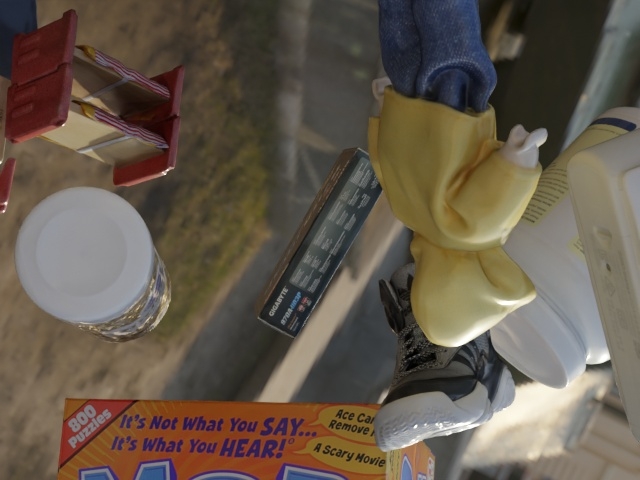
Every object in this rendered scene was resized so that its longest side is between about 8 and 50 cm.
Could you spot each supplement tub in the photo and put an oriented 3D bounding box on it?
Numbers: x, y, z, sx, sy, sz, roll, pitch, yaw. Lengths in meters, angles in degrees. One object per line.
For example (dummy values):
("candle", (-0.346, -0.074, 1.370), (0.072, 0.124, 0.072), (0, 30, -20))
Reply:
("supplement tub", (0.351, 0.010, 1.797), (0.325, 0.235, 0.235), (-43, 161, -14))

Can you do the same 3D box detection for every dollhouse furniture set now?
("dollhouse furniture set", (-0.385, -0.152, 1.843), (0.201, 0.374, 0.152), (25, 60, -47))

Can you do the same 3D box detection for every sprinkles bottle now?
("sprinkles bottle", (-0.217, 0.032, 1.380), (0.121, 0.121, 0.355), (-62, 180, -8))

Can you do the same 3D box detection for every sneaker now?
("sneaker", (0.092, 0.094, 1.223), (0.268, 0.101, 0.153), (1, 70, -71))

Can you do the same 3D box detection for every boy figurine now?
("boy figurine", (0.094, -0.060, 0.935), (0.092, 0.177, 0.285), (-20, 110, -26))

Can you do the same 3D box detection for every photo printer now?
("photo printer", (0.360, 0.003, 1.064), (0.107, 0.308, 0.256), (-151, -137, -69))

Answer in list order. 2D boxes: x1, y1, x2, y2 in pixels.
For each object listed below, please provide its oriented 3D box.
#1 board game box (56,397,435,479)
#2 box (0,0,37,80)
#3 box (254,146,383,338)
("board game box", (-0.075, 0.384, 1.548), (0.356, 0.356, 0.356), (54, 37, -69))
("box", (-0.613, -0.311, 1.934), (0.343, 0.312, 0.178), (-12, 112, -32))
("box", (0.000, 0.000, 1.590), (0.220, 0.051, 0.175), (-60, -175, 1))
